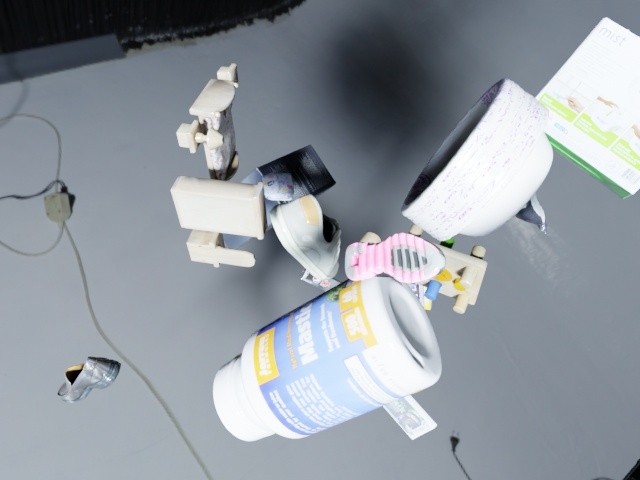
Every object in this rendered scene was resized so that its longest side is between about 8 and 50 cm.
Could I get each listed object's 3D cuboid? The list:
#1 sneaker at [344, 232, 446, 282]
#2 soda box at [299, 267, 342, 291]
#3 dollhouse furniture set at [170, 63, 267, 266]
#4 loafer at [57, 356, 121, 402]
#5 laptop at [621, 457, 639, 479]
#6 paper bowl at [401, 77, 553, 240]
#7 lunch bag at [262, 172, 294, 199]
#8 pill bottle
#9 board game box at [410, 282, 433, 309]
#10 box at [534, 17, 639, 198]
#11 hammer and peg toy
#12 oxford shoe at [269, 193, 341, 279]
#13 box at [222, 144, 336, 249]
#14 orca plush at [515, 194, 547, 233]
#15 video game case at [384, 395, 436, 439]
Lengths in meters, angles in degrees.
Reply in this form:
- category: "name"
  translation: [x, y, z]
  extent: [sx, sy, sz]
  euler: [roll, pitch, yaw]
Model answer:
- category: "sneaker"
  translation: [0.079, 0.020, 0.466]
  extent: [0.057, 0.119, 0.047]
  euler: [9, 84, -37]
- category: "soda box"
  translation: [0.010, 0.149, 1.722]
  extent: [0.169, 0.060, 0.053]
  euler: [28, 92, -9]
- category: "dollhouse furniture set"
  translation: [-0.171, -0.164, 1.050]
  extent: [0.174, 0.303, 0.355]
  euler: [8, 47, 6]
- category: "loafer"
  translation: [-0.441, 0.251, 0.872]
  extent: [0.061, 0.170, 0.062]
  euler: [42, 31, -31]
- category: "laptop"
  translation: [0.294, 0.215, 0.279]
  extent: [0.264, 0.136, 0.234]
  euler: [-46, 59, -5]
- category: "paper bowl"
  translation: [0.280, -0.121, 0.825]
  extent: [0.148, 0.284, 0.284]
  euler: [36, 55, -2]
- category: "lunch bag"
  translation: [-0.122, -0.154, 1.349]
  extent: [0.083, 0.053, 0.071]
  euler: [-1, 62, -20]
- category: "pill bottle"
  translation: [-0.002, 0.154, 0.596]
  extent: [0.152, 0.272, 0.152]
  euler: [45, 26, -30]
- category: "board game box"
  translation: [0.309, 0.147, 1.619]
  extent: [0.141, 0.170, 0.048]
  euler: [4, 28, 23]
- category: "box"
  translation: [0.579, -0.254, 0.930]
  extent: [0.262, 0.231, 0.127]
  euler: [43, 16, 18]
- category: "hammer and peg toy"
  translation: [0.301, 0.070, 1.415]
  extent: [0.361, 0.266, 0.127]
  euler: [20, 65, 21]
- category: "oxford shoe"
  translation: [0.000, 0.000, 1.279]
  extent: [0.130, 0.449, 0.169]
  euler: [-26, 68, 6]
- category: "box"
  translation: [-0.177, -0.153, 1.697]
  extent: [0.179, 0.343, 0.312]
  euler: [56, 41, -3]
- category: "orca plush"
  translation: [0.419, -0.125, 1.069]
  extent: [0.287, 0.102, 0.151]
  euler: [34, 59, -41]
- category: "video game case"
  translation: [0.252, 0.517, 1.458]
  extent: [0.022, 0.173, 0.190]
  euler: [-33, 70, -30]
